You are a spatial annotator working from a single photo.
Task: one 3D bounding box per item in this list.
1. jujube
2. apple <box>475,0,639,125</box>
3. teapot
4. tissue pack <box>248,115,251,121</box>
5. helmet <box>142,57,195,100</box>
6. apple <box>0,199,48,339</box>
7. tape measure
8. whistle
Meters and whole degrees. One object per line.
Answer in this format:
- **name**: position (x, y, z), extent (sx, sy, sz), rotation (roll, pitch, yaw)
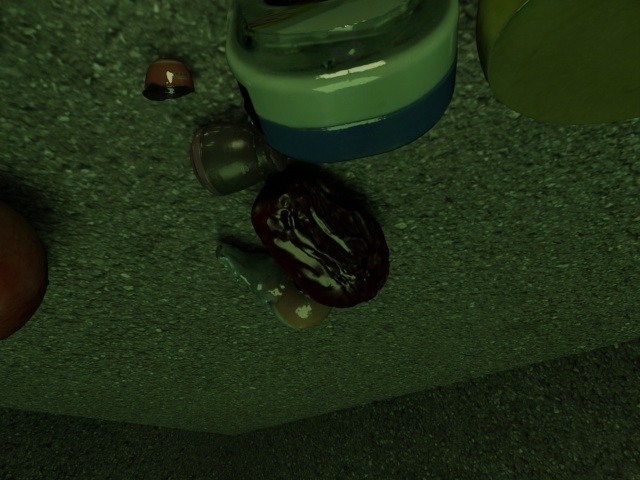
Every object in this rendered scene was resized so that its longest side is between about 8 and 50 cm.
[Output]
- **jujube**: position (0.000, 0.000, 0.832), extent (0.216, 0.216, 0.342), rotation (-22, 136, 24)
- **apple**: position (0.365, -0.270, 0.401), extent (0.361, 0.320, 0.311), rotation (2, 107, -19)
- **teapot**: position (-0.121, -0.131, 0.678), extent (0.146, 0.116, 0.148), rotation (-10, 147, 14)
- **tissue pack**: position (-0.060, -0.208, 0.659), extent (0.108, 0.023, 0.056), rotation (7, 146, -16)
- **helmet**: position (-0.219, -0.232, 0.583), extent (0.084, 0.049, 0.065), rotation (1, -170, 38)
- **apple**: position (-0.681, 0.043, 0.733), extent (0.345, 0.269, 0.344), rotation (-10, 144, -8)
- **tape measure**: position (0.021, -0.214, 0.473), extent (0.260, 0.262, 0.138), rotation (-11, 135, 8)
- **whistle**: position (-0.103, 0.109, 0.996), extent (0.348, 0.189, 0.189), rotation (25, 137, -20)
